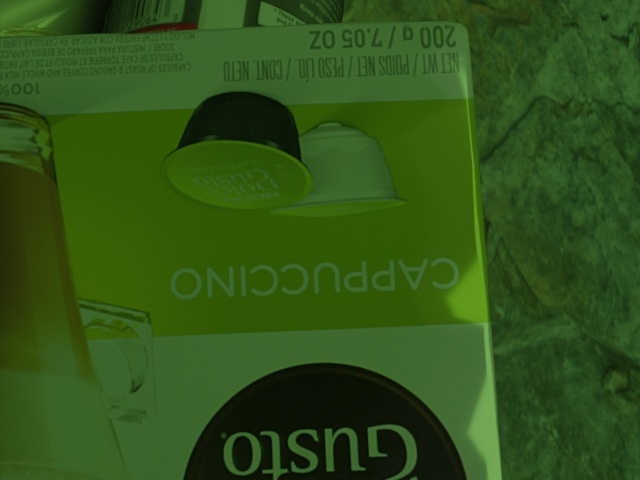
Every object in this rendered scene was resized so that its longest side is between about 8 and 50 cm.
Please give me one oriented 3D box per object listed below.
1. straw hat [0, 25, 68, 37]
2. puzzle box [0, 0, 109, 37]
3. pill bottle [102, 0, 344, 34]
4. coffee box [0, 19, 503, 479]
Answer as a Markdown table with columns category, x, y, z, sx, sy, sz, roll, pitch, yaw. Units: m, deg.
| category | x | y | z | sx | sy | sz | roll | pitch | yaw |
| --- | --- | --- | --- | --- | --- | --- | --- | --- | --- |
| straw hat | -0.201 | -0.087 | 0.926 | 0.144 | 0.061 | 0.144 | -16 | 116 | -35 |
| puzzle box | -0.173 | -0.325 | 1.056 | 0.272 | 0.052 | 0.408 | 2 | 77 | -40 |
| pill bottle | -0.067 | -0.211 | 0.961 | 0.176 | 0.176 | 0.318 | 24 | 60 | -34 |
| coffee box | -0.077 | 0.091 | 0.757 | 0.338 | 0.338 | 0.334 | -3 | 77 | 1 |
